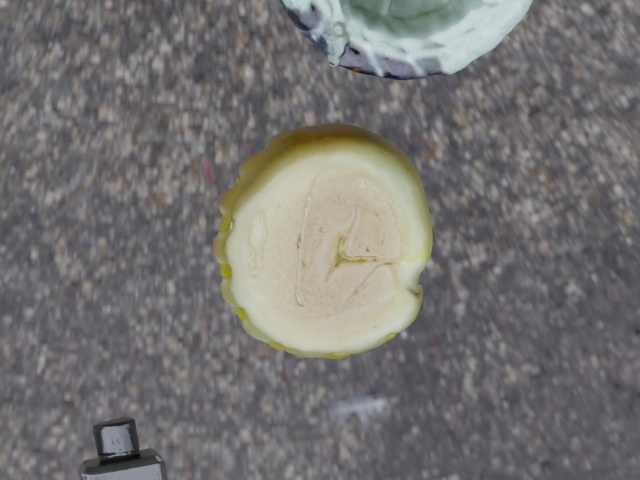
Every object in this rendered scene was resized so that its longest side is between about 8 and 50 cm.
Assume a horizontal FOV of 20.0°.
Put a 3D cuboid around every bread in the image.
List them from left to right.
[{"bbox_3d":[0.000,0.000,1.618,0.213,0.105,0.213,-3,106,-11],"label":"bread"}]

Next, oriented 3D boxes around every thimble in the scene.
[{"bbox_3d":[0.059,-0.256,1.462,0.237,0.150,0.237,-5,121,-8],"label":"thimble"}]

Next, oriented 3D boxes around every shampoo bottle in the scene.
[{"bbox_3d":[-0.171,0.287,1.678,0.079,0.080,0.246,-9,91,-11],"label":"shampoo bottle"}]
